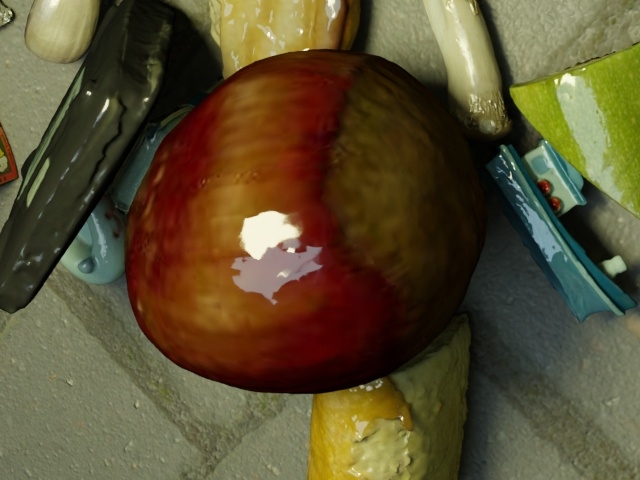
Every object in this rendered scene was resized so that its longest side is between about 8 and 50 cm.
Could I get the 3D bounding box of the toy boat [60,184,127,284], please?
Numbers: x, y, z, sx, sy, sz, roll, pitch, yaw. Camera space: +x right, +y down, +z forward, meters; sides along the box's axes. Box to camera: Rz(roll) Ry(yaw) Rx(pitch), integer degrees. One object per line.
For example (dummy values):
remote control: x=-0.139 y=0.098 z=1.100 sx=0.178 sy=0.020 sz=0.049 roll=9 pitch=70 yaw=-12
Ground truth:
toy boat: x=-0.348 y=-0.030 z=1.875 sx=0.134 sy=0.079 sz=0.208 roll=-28 pitch=91 yaw=33

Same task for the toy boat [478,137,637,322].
toy boat: x=0.278 y=-0.015 z=1.493 sx=0.098 sy=0.109 sz=0.238 roll=-32 pitch=90 yaw=2

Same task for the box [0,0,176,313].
box: x=-0.293 y=-0.119 z=1.627 sx=0.091 sy=0.350 sz=0.359 roll=28 pitch=114 yaw=-15

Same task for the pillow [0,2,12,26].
pillow: x=-0.563 y=-0.329 z=1.902 sx=0.255 sy=0.059 sz=0.169 roll=-24 pitch=92 yaw=36

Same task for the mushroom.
mushroom: x=0.160 y=-0.212 z=1.503 sx=0.084 sy=0.071 sz=0.209 roll=3 pitch=109 yaw=65

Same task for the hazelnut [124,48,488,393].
hazelnut: x=-0.023 y=-0.022 z=1.434 sx=0.420 sy=0.421 sz=0.353 roll=16 pitch=149 yaw=25

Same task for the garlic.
garlic: x=-0.333 y=-0.323 z=1.735 sx=0.090 sy=0.129 sz=0.198 roll=10 pitch=123 yaw=-15

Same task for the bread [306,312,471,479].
bread: x=0.077 y=0.273 z=1.633 sx=0.165 sy=0.236 sz=0.375 roll=17 pitch=116 yaw=23

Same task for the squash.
squash: x=0.319 y=-0.072 z=1.440 sx=0.169 sy=0.093 sz=0.252 roll=-16 pitch=99 yaw=33

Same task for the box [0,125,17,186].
box: x=-0.573 y=-0.126 z=1.900 sx=0.148 sy=0.195 sz=0.178 roll=-17 pitch=98 yaw=35

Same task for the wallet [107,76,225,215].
wallet: x=-0.174 y=-0.119 z=1.654 sx=0.059 sy=0.202 sz=0.141 roll=37 pitch=123 yaw=6

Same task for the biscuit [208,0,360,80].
biscuit: x=-0.053 y=-0.289 z=1.581 sx=0.213 sy=0.091 sz=0.274 roll=3 pitch=112 yaw=21
